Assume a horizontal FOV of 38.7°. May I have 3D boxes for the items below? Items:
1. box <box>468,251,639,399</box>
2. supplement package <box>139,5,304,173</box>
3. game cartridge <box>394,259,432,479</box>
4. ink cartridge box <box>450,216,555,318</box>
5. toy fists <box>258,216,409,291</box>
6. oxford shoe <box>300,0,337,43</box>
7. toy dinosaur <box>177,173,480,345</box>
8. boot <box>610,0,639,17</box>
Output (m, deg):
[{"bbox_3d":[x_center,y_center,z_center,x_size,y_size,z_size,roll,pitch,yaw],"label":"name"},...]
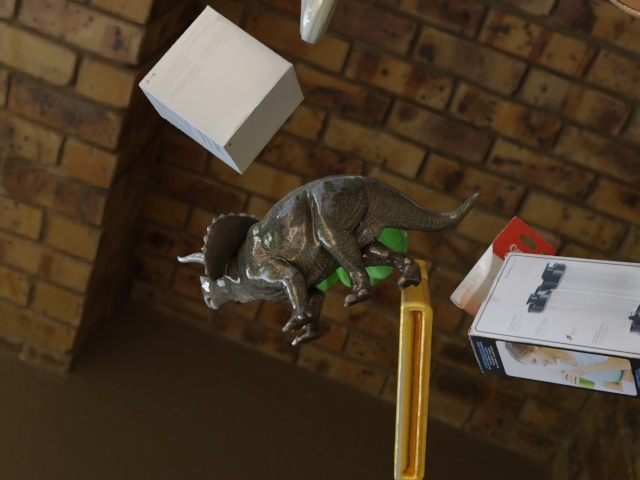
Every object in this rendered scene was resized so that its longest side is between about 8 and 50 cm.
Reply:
[{"bbox_3d":[0.367,0.111,1.223,0.290,0.087,0.169,5,-134,33],"label":"box"},{"bbox_3d":[-0.173,-0.269,1.646,0.203,0.194,0.149,37,173,16],"label":"supplement package"},{"bbox_3d":[0.154,0.200,1.509,0.053,0.285,0.323,3,-169,7],"label":"game cartridge"},{"bbox_3d":[0.325,0.067,1.556,0.145,0.179,0.045,33,-171,-39],"label":"ink cartridge box"},{"bbox_3d":[0.016,0.009,1.422,0.279,0.142,0.096,-13,-166,41],"label":"toy fists"},{"bbox_3d":[0.000,-0.545,1.548,0.130,0.449,0.169,11,167,-8],"label":"oxford shoe"},{"bbox_3d":[0.000,0.000,0.902,0.160,0.314,0.121,64,-168,19],"label":"toy dinosaur"},{"bbox_3d":[0.318,-0.335,0.964,0.283,0.109,0.220,30,-174,25],"label":"boot"}]
